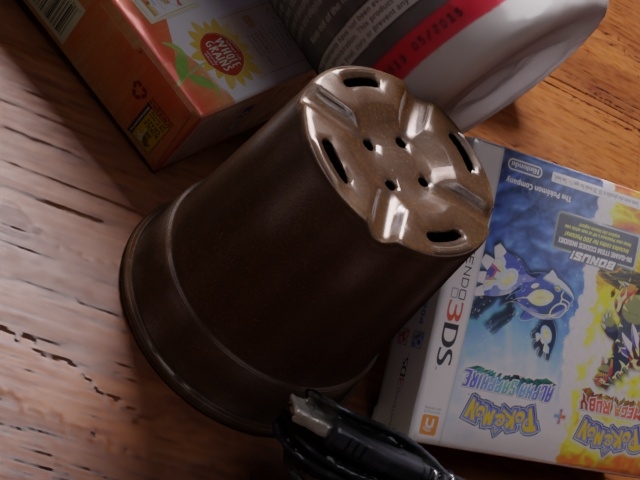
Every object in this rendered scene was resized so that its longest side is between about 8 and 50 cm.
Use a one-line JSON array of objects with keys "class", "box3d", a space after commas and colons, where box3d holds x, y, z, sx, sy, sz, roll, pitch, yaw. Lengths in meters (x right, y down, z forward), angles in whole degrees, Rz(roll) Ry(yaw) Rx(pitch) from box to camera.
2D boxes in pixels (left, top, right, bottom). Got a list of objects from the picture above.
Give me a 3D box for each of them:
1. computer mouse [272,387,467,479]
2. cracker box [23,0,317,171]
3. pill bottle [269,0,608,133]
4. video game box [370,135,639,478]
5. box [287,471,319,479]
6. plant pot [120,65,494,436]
[{"class": "computer mouse", "box3d": [0.045, 0.200, 0.612, 0.188, 0.072, 0.272, 33, 41, -16]}, {"class": "cracker box", "box3d": [-0.070, -0.156, 0.877, 0.156, 0.067, 0.232, 52, 41, 6]}, {"class": "pill bottle", "box3d": [0.024, -0.223, 0.822, 0.176, 0.176, 0.318, -25, 78, -49]}, {"class": "video game box", "box3d": [0.142, 0.047, 0.826, 0.205, 0.048, 0.187, 14, 89, -32]}, {"class": "box", "box3d": [-0.023, 0.188, 0.649, 0.207, 0.036, 0.114, -17, 69, -47]}, {"class": "plant pot", "box3d": [0.000, 0.000, 0.729, 0.167, 0.165, 0.167, 24, 44, -25]}]
